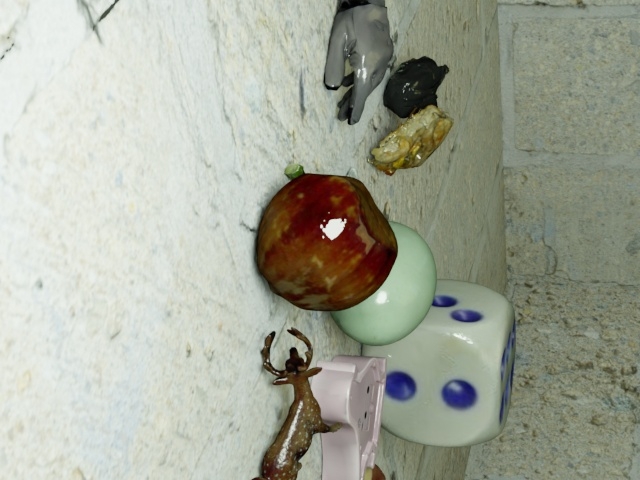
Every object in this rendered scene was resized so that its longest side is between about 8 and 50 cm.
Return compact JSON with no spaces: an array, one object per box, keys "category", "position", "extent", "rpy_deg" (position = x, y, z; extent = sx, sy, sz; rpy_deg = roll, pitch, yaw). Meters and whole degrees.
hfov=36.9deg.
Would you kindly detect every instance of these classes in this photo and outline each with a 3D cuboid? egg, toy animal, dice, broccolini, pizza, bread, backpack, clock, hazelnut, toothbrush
[{"category":"egg","position":[0.113,0.077,1.778],"extent":[0.282,0.203,0.203],"rpy_deg":[-70,157,-53]},{"category":"toy animal","position":[-0.038,0.290,1.540],"extent":[0.260,0.087,0.243],"rpy_deg":[60,39,-55]},{"category":"dice","position":[0.267,0.267,2.133],"extent":[0.277,0.304,0.304],"rpy_deg":[-50,141,-61]},{"category":"broccolini","position":[0.004,-0.091,1.647],"extent":[0.071,0.057,0.254],"rpy_deg":[55,5,17]},{"category":"pizza","position":[0.196,-0.210,2.076],"extent":[0.189,0.071,0.297],"rpy_deg":[-47,165,22]},{"category":"bread","position":[0.093,0.520,2.046],"extent":[0.192,0.067,0.119],"rpy_deg":[64,27,-59]},{"category":"backpack","position":[0.200,-0.336,2.099],"extent":[0.165,0.106,0.120],"rpy_deg":[-25,142,-51]},{"category":"clock","position":[0.048,0.364,1.854],"extent":[0.275,0.080,0.290],"rpy_deg":[26,69,-70]},{"category":"hazelnut","position":[0.000,0.000,1.471],"extent":[0.234,0.218,0.218],"rpy_deg":[44,51,-44]},{"category":"toothbrush","position":[0.081,-0.035,1.945],"extent":[0.275,0.019,0.025],"rpy_deg":[78,30,-41]}]

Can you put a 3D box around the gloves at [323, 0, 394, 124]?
[{"category":"gloves","position":[0.065,-0.348,1.712],"extent":[0.142,0.119,0.285],"rpy_deg":[1,99,-41]}]
